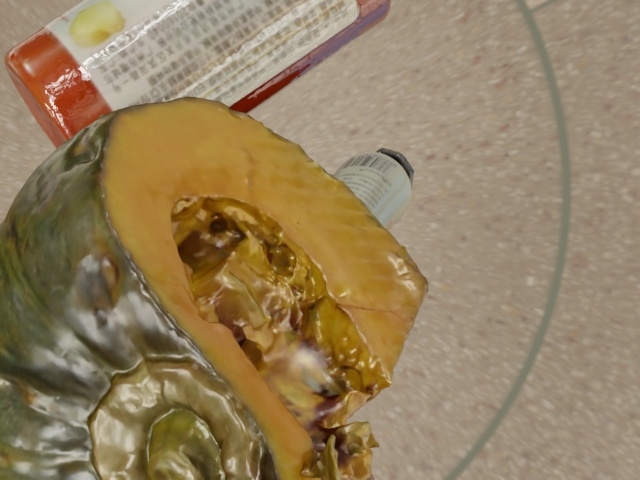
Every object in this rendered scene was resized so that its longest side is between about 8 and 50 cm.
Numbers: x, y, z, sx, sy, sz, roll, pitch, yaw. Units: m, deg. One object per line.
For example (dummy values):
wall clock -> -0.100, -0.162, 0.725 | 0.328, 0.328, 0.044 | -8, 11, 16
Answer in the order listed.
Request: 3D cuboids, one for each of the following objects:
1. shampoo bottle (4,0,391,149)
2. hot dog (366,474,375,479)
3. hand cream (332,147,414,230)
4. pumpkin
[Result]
shampoo bottle -> -0.035, -0.137, 0.833 | 0.278, 0.104, 0.104 | -35, 95, -10
hot dog -> -0.013, 0.267, 1.159 | 0.153, 0.257, 0.150 | -33, 113, 32
hand cream -> 0.000, 0.000, 0.883 | 0.080, 0.234, 0.050 | -3, 111, 27
pumpkin -> -0.029, 0.080, 0.607 | 0.139, 0.190, 0.280 | -44, 61, 26
